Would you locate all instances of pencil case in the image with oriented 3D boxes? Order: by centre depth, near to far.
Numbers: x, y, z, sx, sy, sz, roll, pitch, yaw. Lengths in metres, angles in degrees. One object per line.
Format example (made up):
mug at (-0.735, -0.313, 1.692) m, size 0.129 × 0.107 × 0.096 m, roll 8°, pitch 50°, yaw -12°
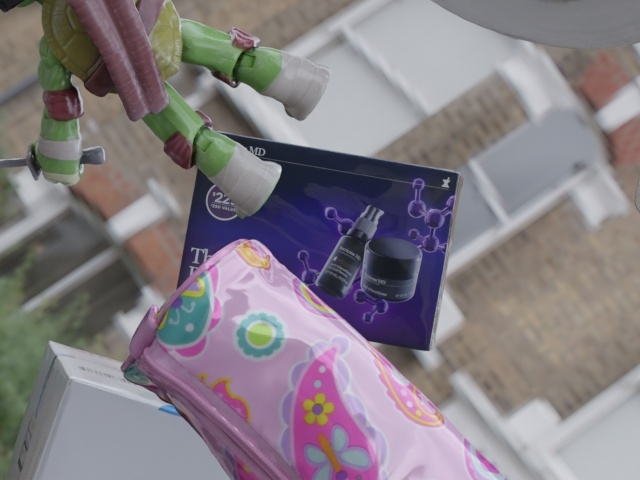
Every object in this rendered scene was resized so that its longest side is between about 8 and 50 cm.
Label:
pencil case at (0.013, 0.131, 1.122) m, size 0.284 × 0.124 × 0.124 m, roll 46°, pitch -14°, yaw 9°

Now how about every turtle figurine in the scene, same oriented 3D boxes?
turtle figurine at (-0.148, -0.134, 1.493) m, size 0.266 × 0.198 × 0.275 m, roll 30°, pitch -45°, yaw -12°

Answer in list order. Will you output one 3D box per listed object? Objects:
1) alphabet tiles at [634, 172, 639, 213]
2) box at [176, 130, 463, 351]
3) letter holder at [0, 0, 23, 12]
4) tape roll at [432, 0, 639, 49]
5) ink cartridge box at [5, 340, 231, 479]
alphabet tiles at (0.395, -0.055, 1.494) m, size 0.284 × 0.278 × 0.021 m, roll 14°, pitch 11°, yaw 15°
box at (0.000, 0.000, 1.926) m, size 0.261 × 0.184 × 0.103 m, roll 9°, pitch -2°, yaw 6°
letter holder at (-0.148, -0.335, 1.248) m, size 0.152 × 0.302 × 0.214 m, roll 40°, pitch 28°, yaw -41°
tape roll at (0.170, -0.269, 1.490) m, size 0.286 × 0.100 × 0.286 m, roll 18°, pitch -23°, yaw 8°
ink cartridge box at (-0.177, 0.204, 1.681) m, size 0.171 × 0.168 × 0.232 m, roll 18°, pitch 1°, yaw -12°
